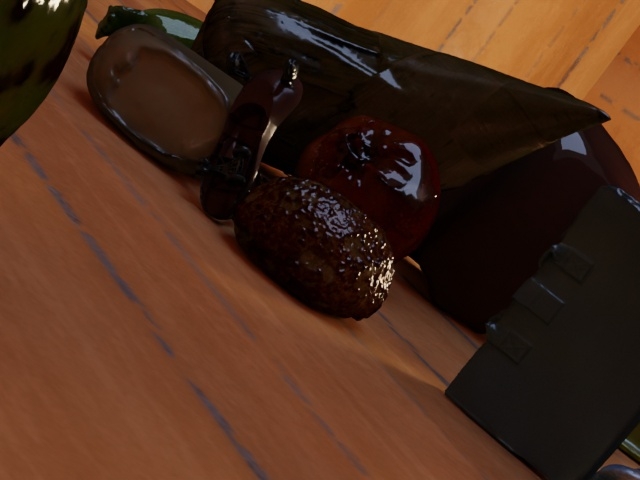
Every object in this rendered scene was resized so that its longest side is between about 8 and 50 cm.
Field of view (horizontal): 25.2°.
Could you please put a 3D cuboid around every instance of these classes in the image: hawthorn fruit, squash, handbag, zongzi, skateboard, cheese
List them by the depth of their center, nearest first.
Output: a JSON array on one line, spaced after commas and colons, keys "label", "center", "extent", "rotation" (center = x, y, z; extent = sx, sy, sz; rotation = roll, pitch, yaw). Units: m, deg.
[{"label": "handbag", "center": [0.216, 0.078, 1.144], "extent": [0.144, 0.221, 0.057], "rotation": [41, 10, 18]}, {"label": "skateboard", "center": [-0.059, -0.081, 1.216], "extent": [0.067, 0.151, 0.080], "rotation": [11, -19, 28]}, {"label": "cheese", "center": [-0.124, -0.125, 1.326], "extent": [0.175, 0.091, 0.202], "rotation": [40, 9, 16]}, {"label": "hawthorn fruit", "center": [0.048, -0.036, 1.400], "extent": [0.148, 0.148, 0.172], "rotation": [41, -21, 31]}, {"label": "zongzi", "center": [0.068, -0.161, 1.453], "extent": [0.360, 0.160, 0.323], "rotation": [-15, -43, 45]}, {"label": "squash", "center": [-0.087, -0.161, 1.627], "extent": [0.395, 0.107, 0.107], "rotation": [27, 12, -33]}]

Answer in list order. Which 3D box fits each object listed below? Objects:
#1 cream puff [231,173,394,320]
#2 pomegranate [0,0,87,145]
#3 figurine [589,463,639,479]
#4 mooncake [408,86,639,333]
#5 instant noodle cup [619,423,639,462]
[{"label": "cream puff", "center": [0.000, 0.000, 1.167], "extent": [0.149, 0.084, 0.149], "rotation": [38, 7, -6]}, {"label": "pomegranate", "center": [-0.164, -0.134, 0.590], "extent": [0.305, 0.242, 0.242], "rotation": [5, 13, -6]}, {"label": "figurine", "center": [0.249, 0.215, 1.080], "extent": [0.114, 0.079, 0.114], "rotation": [28, -31, 18]}, {"label": "mooncake", "center": [0.220, -0.028, 1.670], "extent": [0.174, 0.334, 0.326], "rotation": [48, -30, -17]}, {"label": "instant noodle cup", "center": [0.409, 0.129, 1.664], "extent": [0.311, 0.221, 0.311], "rotation": [35, 7, -5]}]
